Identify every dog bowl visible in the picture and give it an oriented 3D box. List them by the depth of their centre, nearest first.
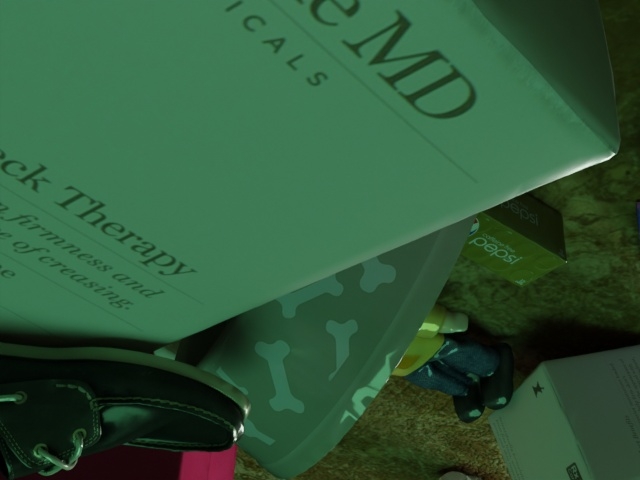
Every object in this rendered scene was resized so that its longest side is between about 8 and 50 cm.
[{"bbox_3d":[0.000,0.000,0.791,0.102,0.348,0.349,29,139,-11],"label":"dog bowl"}]

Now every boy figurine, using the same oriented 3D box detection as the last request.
[{"bbox_3d":[0.084,0.113,1.142,0.285,0.092,0.177,23,143,-30],"label":"boy figurine"}]

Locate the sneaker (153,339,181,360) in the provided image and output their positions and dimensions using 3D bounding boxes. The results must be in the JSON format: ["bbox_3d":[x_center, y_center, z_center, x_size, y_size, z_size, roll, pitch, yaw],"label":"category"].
[{"bbox_3d":[-0.106,0.183,1.229,0.240,0.091,0.126,23,120,-26],"label":"sneaker"}]

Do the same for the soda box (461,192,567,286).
[{"bbox_3d":[0.146,-0.025,0.968,0.181,0.058,0.061,26,139,-29],"label":"soda box"}]

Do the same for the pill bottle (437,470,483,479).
[{"bbox_3d":[0.230,0.392,1.528,0.078,0.078,0.137,-25,135,34],"label":"pill bottle"}]

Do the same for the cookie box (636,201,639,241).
[{"bbox_3d":[0.355,0.002,1.001,0.092,0.040,0.107,-8,143,16],"label":"cookie box"}]

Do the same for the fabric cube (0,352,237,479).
[{"bbox_3d":[-0.260,0.312,1.307,0.254,0.258,0.259,-2,144,9],"label":"fabric cube"}]

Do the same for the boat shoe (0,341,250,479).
[{"bbox_3d":[-0.158,0.105,0.603,0.233,0.079,0.084,7,143,-8],"label":"boat shoe"}]

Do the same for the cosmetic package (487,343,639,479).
[{"bbox_3d":[0.319,0.221,1.175,0.184,0.151,0.151,-6,149,-22],"label":"cosmetic package"}]

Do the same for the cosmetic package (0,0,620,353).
[{"bbox_3d":[-0.112,-0.172,0.551,0.394,0.327,0.329,-24,137,33],"label":"cosmetic package"}]
